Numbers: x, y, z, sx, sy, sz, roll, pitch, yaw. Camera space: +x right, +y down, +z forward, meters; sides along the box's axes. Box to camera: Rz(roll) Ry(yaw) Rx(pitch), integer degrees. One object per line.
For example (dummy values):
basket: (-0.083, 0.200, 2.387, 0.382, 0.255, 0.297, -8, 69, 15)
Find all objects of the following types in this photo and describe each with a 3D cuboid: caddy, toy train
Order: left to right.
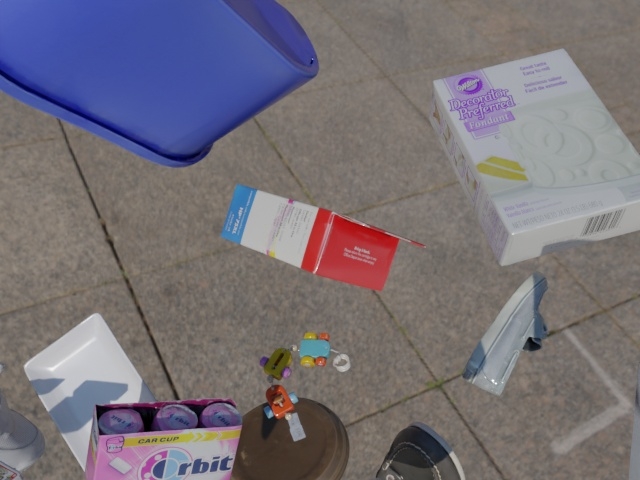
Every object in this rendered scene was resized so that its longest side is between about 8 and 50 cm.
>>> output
caddy: (-0.151, -0.190, 0.460, 0.179, 0.341, 0.241, -25, 69, 19)
toy train: (-0.034, 0.232, 1.122, 0.166, 0.046, 0.125, -31, 55, -13)

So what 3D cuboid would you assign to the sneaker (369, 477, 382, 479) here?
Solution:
sneaker: (0.081, 0.260, 0.550, 0.088, 0.229, 0.092, -10, 83, -26)

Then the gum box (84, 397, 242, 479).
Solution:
gum box: (-0.196, 0.267, 0.844, 0.189, 0.107, 0.062, 4, 23, -27)

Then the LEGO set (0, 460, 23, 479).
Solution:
LEGO set: (-0.474, 0.303, 0.739, 0.244, 0.060, 0.182, 8, 34, 33)

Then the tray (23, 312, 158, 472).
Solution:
tray: (-0.309, 0.254, 0.968, 0.145, 0.030, 0.270, -36, 80, 2)

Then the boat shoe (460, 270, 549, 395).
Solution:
boat shoe: (0.308, 0.147, 1.026, 0.081, 0.079, 0.227, 34, 64, 18)

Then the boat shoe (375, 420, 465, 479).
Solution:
boat shoe: (0.120, 0.367, 0.902, 0.112, 0.335, 0.095, 36, 58, 27)

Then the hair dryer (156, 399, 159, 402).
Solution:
hair dryer: (-0.370, 0.537, 1.671, 0.080, 0.293, 0.224, -31, 19, -34)

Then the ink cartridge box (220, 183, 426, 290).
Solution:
ink cartridge box: (0.000, 0.000, 0.828, 0.231, 0.078, 0.134, 19, 2, 44)

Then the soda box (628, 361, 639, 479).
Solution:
soda box: (0.290, 0.237, 0.478, 0.098, 0.091, 0.286, 4, 91, -21)

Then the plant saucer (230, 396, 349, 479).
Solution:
plant saucer: (-0.079, 0.431, 1.360, 0.278, 0.041, 0.277, -8, 38, 6)

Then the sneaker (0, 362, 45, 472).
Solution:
sneaker: (-0.512, 0.229, 0.971, 0.210, 0.366, 0.137, -40, 48, 5)

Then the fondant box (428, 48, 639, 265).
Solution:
fondant box: (0.342, -0.142, 1.050, 0.239, 0.096, 0.330, -15, 56, -4)
